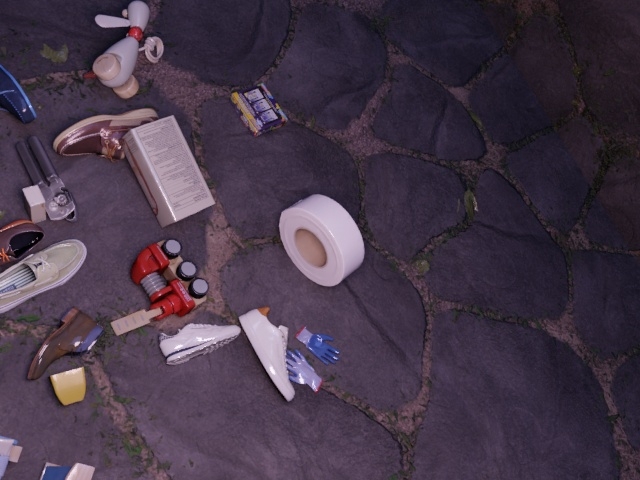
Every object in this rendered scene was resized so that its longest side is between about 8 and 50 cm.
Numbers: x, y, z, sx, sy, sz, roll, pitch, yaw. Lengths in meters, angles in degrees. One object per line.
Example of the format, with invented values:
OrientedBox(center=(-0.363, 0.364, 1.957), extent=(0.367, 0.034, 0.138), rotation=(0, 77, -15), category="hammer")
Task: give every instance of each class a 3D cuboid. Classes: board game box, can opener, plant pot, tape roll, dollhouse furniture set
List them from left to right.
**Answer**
OrientedBox(center=(-0.707, 0.573, 1.304), extent=(0.303, 0.198, 0.286), rotation=(31, 56, -31), category="dollhouse furniture set")
OrientedBox(center=(-0.789, -0.170, 1.755), extent=(0.076, 0.095, 0.283), rotation=(-31, 71, -8), category="can opener")
OrientedBox(center=(-0.645, 0.377, 1.551), extent=(0.081, 0.081, 0.083), rotation=(-12, 84, -29), category="plant pot")
OrientedBox(center=(-0.221, -0.465, 2.155), extent=(0.141, 0.048, 0.170), rotation=(-29, 81, -30), category="board game box")
OrientedBox(center=(0.000, 0.000, 1.897), extent=(0.100, 0.286, 0.286), rotation=(-35, 84, -32), category="tape roll")

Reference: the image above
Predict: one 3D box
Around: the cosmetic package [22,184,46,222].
OrientedBox(center=(-0.796, -0.099, 1.681), extent=(0.041, 0.115, 0.060), rotation=(-23, 78, -30), category="cosmetic package")

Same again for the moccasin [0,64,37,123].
OrientedBox(center=(-0.975, -0.450, 1.775), extent=(0.342, 0.137, 0.117), rotation=(42, 60, 15), category="moccasin")

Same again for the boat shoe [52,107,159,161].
OrientedBox(center=(-0.635, -0.308, 1.854), extent=(0.342, 0.123, 0.123), rotation=(-23, 77, -37), category="boat shoe")

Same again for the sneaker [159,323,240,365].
OrientedBox(center=(-0.342, 0.276, 1.733), extent=(0.235, 0.090, 0.094), rotation=(-14, 64, -31), category="sneaker")

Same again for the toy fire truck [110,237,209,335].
OrientedBox(center=(-0.481, 0.143, 1.709), extent=(0.246, 0.158, 0.217), rotation=(-29, 81, -42), category="toy fire truck")

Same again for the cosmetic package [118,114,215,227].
OrientedBox(center=(-0.464, -0.206, 1.825), extent=(0.153, 0.129, 0.296), rotation=(-28, 98, -35), category="cosmetic package")

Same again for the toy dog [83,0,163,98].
OrientedBox(center=(-0.665, -0.619, 1.964), extent=(0.161, 0.220, 0.333), rotation=(6, 51, 14), category="toy dog")

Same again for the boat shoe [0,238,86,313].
OrientedBox(center=(-0.762, 0.090, 1.620), extent=(0.109, 0.094, 0.302), rotation=(48, 57, 2), category="boat shoe")

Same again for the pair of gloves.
OrientedBox(center=(-0.032, 0.362, 1.867), extent=(0.159, 0.023, 0.198), rotation=(39, 58, -5), category="pair of gloves")

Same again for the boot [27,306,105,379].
OrientedBox(center=(-0.664, 0.284, 1.582), extent=(0.106, 0.082, 0.219), rotation=(29, 56, -7), category="boot")

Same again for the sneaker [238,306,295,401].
OrientedBox(center=(-0.127, 0.325, 1.777), extent=(0.123, 0.106, 0.290), rotation=(-26, 78, -14), category="sneaker")

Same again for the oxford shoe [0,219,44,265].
OrientedBox(center=(-0.860, 0.029, 1.584), extent=(0.271, 0.098, 0.096), rotation=(-39, 127, -33), category="oxford shoe")
